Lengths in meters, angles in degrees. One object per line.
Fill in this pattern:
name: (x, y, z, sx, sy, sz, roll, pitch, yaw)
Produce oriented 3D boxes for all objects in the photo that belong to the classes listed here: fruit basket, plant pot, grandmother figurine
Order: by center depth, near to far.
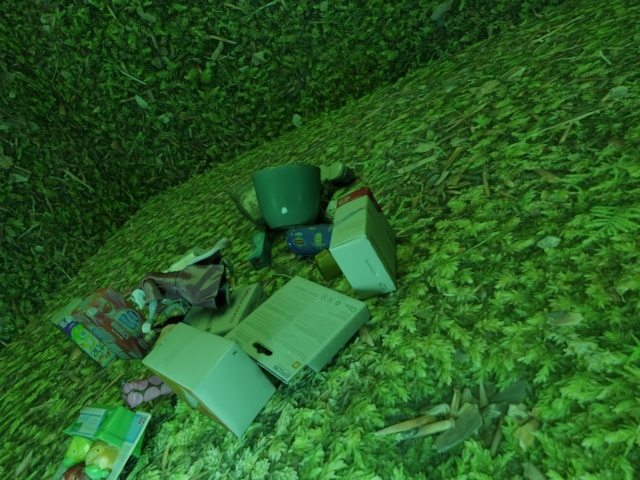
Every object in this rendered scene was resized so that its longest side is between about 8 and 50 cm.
fruit basket: (-0.687, 0.656, 1.319, 0.327, 0.165, 0.353, -11, 37, 36)
plant pot: (0.024, 0.081, 1.613, 0.081, 0.083, 0.081, -34, 27, -4)
grandmother figurine: (-0.590, 0.362, 1.794, 0.208, 0.103, 0.342, -5, 25, -2)
plant pot: (-0.132, -0.171, 1.908, 0.293, 0.234, 0.293, -6, -4, 0)

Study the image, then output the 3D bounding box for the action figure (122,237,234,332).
action figure: (-0.492, 0.147, 1.541, 0.371, 0.275, 0.248, -3, 8, -1)

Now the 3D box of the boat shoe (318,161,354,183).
boat shoe: (0.059, -0.323, 2.276, 0.319, 0.099, 0.116, 0, 77, 63)

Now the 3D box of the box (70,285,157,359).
box: (-0.834, 0.342, 1.849, 0.154, 0.299, 0.142, -14, 34, 35)

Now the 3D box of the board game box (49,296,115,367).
board game box: (-1.002, 0.397, 1.962, 0.142, 0.275, 0.144, 0, 41, 47)

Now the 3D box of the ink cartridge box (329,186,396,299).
ink cartridge box: (0.144, 0.002, 1.461, 0.131, 0.226, 0.306, -21, 28, 22)

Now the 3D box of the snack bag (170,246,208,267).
snack bag: (-0.712, 0.165, 2.314, 0.342, 0.037, 0.323, -43, 29, -21)

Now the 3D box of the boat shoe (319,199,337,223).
boat shoe: (0.064, -0.121, 1.897, 0.098, 0.096, 0.277, -41, 28, -18)

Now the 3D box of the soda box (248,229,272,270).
soda box: (-0.265, 0.042, 2.008, 0.071, 0.067, 0.210, -26, 27, 12)

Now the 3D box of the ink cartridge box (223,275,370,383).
ink cartridge box: (-0.074, 0.262, 1.352, 0.330, 0.071, 0.324, -40, 37, -27)

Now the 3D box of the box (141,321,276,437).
box: (-0.331, 0.393, 1.322, 0.345, 0.215, 0.168, 1, 42, 48)

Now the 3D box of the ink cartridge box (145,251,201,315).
ink cartridge box: (-0.599, 0.192, 1.943, 0.283, 0.117, 0.207, -34, -17, -2)

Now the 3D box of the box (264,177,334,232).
box: (-0.105, -0.169, 2.181, 0.308, 0.076, 0.242, -16, 31, 30)

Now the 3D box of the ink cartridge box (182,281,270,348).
ink cartridge box: (-0.340, 0.296, 1.588, 0.308, 0.129, 0.223, -19, 28, 26)

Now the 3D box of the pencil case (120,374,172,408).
pencil case: (-0.525, 0.466, 1.457, 0.209, 0.095, 0.098, -6, -30, -44)

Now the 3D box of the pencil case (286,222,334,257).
pencil case: (0.000, 0.000, 1.736, 0.306, 0.119, 0.133, -3, 82, 44)

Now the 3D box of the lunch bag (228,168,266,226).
lunch bag: (-0.268, -0.198, 2.145, 0.235, 0.168, 0.287, -37, 35, -14)
